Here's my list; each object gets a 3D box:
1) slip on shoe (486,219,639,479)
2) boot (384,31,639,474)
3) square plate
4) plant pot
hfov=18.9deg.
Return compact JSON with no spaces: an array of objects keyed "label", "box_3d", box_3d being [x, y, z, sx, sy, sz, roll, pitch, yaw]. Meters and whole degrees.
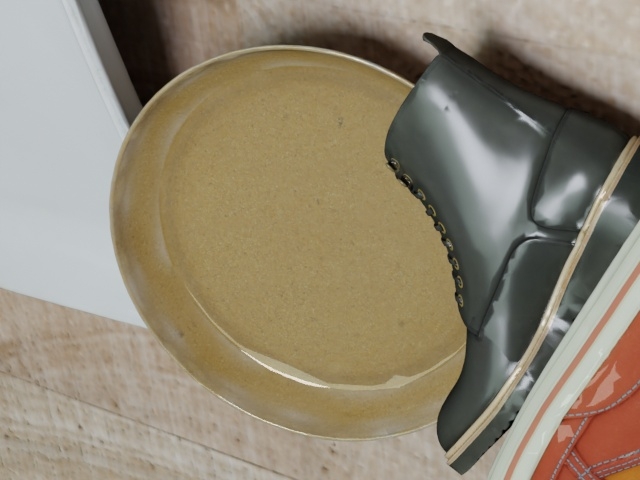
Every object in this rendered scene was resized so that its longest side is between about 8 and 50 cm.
[{"label":"slip on shoe","box_3d":[0.162,0.083,0.926,0.101,0.123,0.331,37,131,14]},{"label":"boot","box_3d":[0.073,0.005,0.957,0.137,0.077,0.198,32,112,10]},{"label":"square plate","box_3d":[-0.224,-0.102,1.161,0.347,0.049,0.344,13,139,38]},{"label":"plant pot","box_3d":[0.000,0.000,1.036,0.236,0.032,0.236,10,120,17]}]
